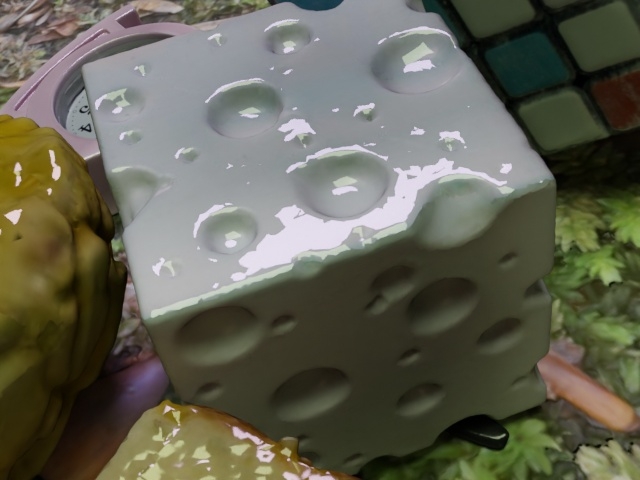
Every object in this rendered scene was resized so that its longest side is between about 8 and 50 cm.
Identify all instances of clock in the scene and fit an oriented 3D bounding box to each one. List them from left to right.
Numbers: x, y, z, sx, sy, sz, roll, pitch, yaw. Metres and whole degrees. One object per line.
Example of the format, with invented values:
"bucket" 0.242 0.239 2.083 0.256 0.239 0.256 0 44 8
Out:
"clock" -0.187 -0.088 0.917 0.275 0.080 0.290 25 61 31

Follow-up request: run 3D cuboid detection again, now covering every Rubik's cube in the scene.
"Rubik's cube" 0.145 -0.234 0.792 0.253 0.259 0.256 -13 42 34

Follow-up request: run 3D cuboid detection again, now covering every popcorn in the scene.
"popcorn" -0.342 0.063 0.678 0.390 0.353 0.344 -1 10 -45

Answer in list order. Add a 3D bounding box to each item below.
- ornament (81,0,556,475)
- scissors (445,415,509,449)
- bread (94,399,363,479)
"ornament" 0.000 0.000 0.666 0.240 0.239 0.239 -19 49 -6
"scissors" 0.043 0.107 0.734 0.220 0.017 0.088 23 57 29
"bread" 0.010 0.252 0.451 0.279 0.279 0.207 20 56 30
